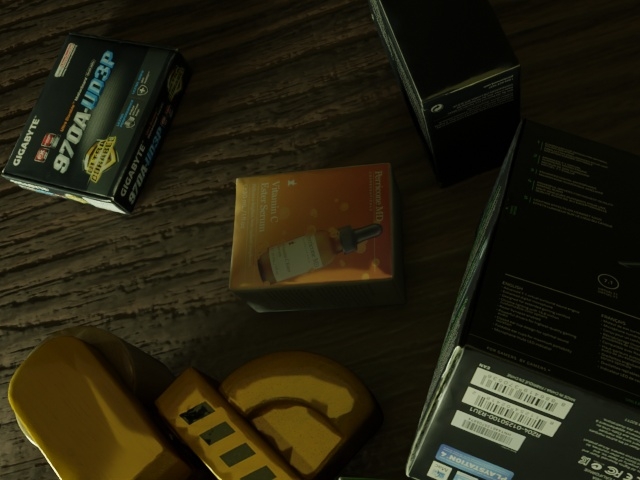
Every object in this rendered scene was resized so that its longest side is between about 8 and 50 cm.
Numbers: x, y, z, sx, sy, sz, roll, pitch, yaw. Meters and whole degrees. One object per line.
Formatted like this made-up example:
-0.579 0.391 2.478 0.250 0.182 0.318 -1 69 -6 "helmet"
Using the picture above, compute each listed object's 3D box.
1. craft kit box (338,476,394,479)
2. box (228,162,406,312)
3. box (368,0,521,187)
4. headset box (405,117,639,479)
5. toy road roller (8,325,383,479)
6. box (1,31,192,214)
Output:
0.058 0.315 0.545 0.060 0.247 0.250 -3 68 16 "craft kit box"
0.000 0.000 0.768 0.170 0.091 0.130 -5 68 14 "box"
0.121 -0.218 0.769 0.103 0.184 0.261 -19 66 5 "box"
0.218 0.058 0.491 0.246 0.131 0.283 19 41 8 "headset box"
-0.090 0.175 0.666 0.329 0.202 0.240 42 80 20 "toy road roller"
-0.286 -0.155 0.928 0.175 0.051 0.220 14 74 20 "box"
